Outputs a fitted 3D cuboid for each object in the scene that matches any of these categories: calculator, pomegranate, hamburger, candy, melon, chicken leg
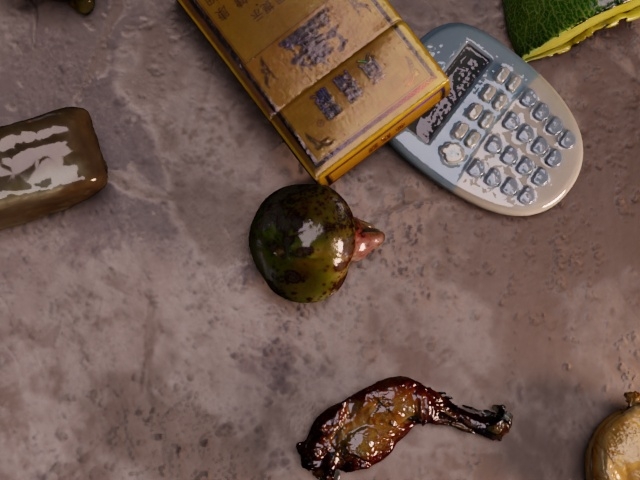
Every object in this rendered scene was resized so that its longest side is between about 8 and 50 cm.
[{"bbox_3d":[0.178,-0.153,1.727,0.302,0.042,0.188,37,79,2],"label":"calculator"},{"bbox_3d":[0.001,0.003,1.636,0.163,0.125,0.138,3,106,-12],"label":"pomegranate"},{"bbox_3d":[0.375,0.256,1.654,0.138,0.083,0.147,28,79,-5],"label":"hamburger"},{"bbox_3d":[-0.359,-0.072,1.623,0.234,0.102,0.104,-16,81,-11],"label":"candy"},{"bbox_3d":[0.339,-0.343,1.740,0.265,0.129,0.169,-22,80,-9],"label":"melon"},{"bbox_3d":[0.095,0.208,1.648,0.253,0.051,0.106,-10,87,-9],"label":"chicken leg"}]

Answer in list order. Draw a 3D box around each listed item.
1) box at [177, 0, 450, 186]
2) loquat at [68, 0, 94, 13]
[{"bbox_3d":[-0.014,-0.236,1.673,0.193,0.084,0.301,-37,81,2],"label":"box"},{"bbox_3d":[-0.308,-0.355,1.662,0.172,0.149,0.204,-37,119,-32],"label":"loquat"}]
